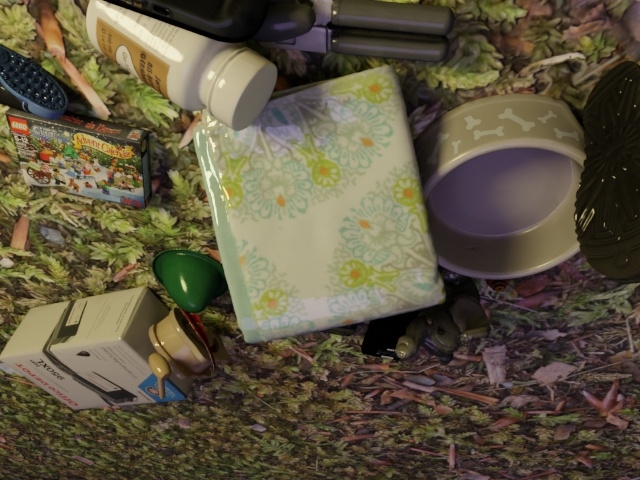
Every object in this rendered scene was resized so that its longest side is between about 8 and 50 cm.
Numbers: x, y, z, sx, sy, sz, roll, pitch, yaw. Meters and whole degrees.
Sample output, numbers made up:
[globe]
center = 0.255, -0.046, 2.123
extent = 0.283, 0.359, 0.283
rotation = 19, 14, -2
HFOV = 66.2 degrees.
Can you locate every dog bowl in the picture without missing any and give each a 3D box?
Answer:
[dog bowl]
center = 0.309, -0.068, 0.834
extent = 0.348, 0.102, 0.349
rotation = 4, 135, 4

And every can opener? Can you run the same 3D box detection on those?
[can opener]
center = 0.033, -0.280, 0.667
extent = 0.283, 0.095, 0.076
rotation = 9, 136, 9

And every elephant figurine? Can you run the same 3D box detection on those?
[elephant figurine]
center = 0.246, 0.170, 0.982
extent = 0.185, 0.239, 0.169
rotation = -2, 134, 11

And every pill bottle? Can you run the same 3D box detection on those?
[pill bottle]
center = -0.179, -0.251, 0.657
extent = 0.229, 0.131, 0.131
rotation = 34, 134, 4

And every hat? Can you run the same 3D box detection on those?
[hat]
center = -0.298, 0.146, 1.082
extent = 0.208, 0.184, 0.173
rotation = 17, 135, -9

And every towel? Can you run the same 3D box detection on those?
[towel]
center = -0.002, -0.050, 0.748
extent = 0.320, 0.090, 0.375
rotation = -12, 94, 6

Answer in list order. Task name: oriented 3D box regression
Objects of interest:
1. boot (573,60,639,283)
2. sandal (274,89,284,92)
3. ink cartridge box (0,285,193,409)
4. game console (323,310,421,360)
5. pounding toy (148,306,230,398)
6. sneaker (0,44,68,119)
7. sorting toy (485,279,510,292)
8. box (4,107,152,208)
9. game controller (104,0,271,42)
[boot]
center = 0.491, -0.067, 0.645
extent = 0.260, 0.348, 0.131
rotation = 23, 154, -9
[sandal]
center = -0.086, -0.132, 0.858
extent = 0.101, 0.076, 0.265
rotation = 20, 113, -8
[ink cartridge box]
center = -0.560, 0.295, 1.285
extent = 0.394, 0.166, 0.285
rotation = -12, 131, 20
[game console]
center = 0.075, 0.189, 1.170
extent = 0.361, 0.044, 0.213
rotation = 11, 134, -3
[pounding toy]
center = -0.350, 0.270, 1.179
extent = 0.155, 0.154, 0.269
rotation = -39, 160, 1
[sneaker]
center = -0.526, -0.260, 0.794
extent = 0.232, 0.081, 0.090
rotation = 34, 133, -15
[sorting toy]
center = 0.352, 0.075, 1.010
extent = 0.102, 0.042, 0.061
rotation = 28, 132, -18
[box]
center = -0.435, -0.152, 0.905
extent = 0.233, 0.044, 0.159
rotation = 12, 136, -3
[game controller]
center = -0.211, -0.350, 0.591
extent = 0.319, 0.167, 0.067
rotation = 17, 169, -8
